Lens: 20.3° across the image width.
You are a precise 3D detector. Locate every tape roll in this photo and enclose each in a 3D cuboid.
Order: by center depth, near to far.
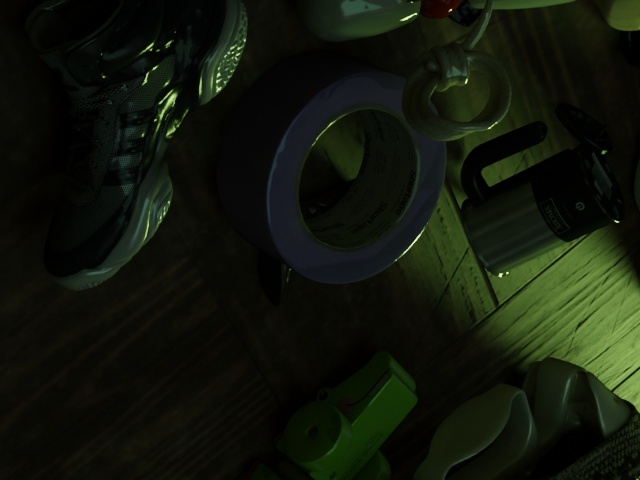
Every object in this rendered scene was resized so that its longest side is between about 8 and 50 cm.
[{"bbox_3d":[0.011,-0.063,1.530,0.189,0.080,0.189,-16,118,-32],"label":"tape roll"}]

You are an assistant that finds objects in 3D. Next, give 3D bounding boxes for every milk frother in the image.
[{"bbox_3d":[0.214,-0.054,1.720,0.135,0.129,0.143,-26,178,26],"label":"milk frother"}]

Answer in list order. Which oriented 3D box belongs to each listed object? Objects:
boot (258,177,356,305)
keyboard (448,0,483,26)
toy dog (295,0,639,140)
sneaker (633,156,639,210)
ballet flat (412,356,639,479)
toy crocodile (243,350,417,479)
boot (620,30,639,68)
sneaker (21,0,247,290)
[{"bbox_3d":[0.000,0.000,1.626,0.114,0.037,0.106,-21,133,-33],"label":"boot"},{"bbox_3d":[0.173,-0.265,1.585,0.192,0.038,0.100,-41,113,-6],"label":"keyboard"},{"bbox_3d":[0.156,-0.250,1.450,0.334,0.220,0.161,-31,149,-23],"label":"toy dog"},{"bbox_3d":[0.416,-0.001,1.877,0.105,0.147,0.295,-29,133,-17],"label":"sneaker"},{"bbox_3d":[0.217,0.226,1.843,0.483,0.164,0.182,-24,109,-46],"label":"ballet flat"},{"bbox_3d":[-0.032,0.248,1.738,0.340,0.105,0.115,-52,139,-2],"label":"toy crocodile"},{"bbox_3d":[0.380,-0.271,1.701,0.176,0.088,0.244,-2,124,-36],"label":"boot"},{"bbox_3d":[-0.175,-0.098,1.368,0.153,0.101,0.268,24,97,-45],"label":"sneaker"}]
